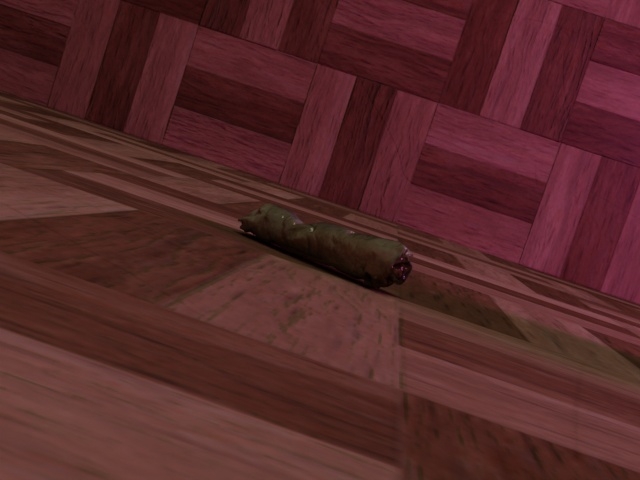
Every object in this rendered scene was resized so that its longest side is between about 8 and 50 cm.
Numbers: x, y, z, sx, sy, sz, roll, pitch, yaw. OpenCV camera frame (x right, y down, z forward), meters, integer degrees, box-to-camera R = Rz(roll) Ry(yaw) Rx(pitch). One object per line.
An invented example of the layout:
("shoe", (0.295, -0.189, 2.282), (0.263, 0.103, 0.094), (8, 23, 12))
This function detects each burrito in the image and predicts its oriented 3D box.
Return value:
("burrito", (0.000, 0.000, 0.768), (0.185, 0.041, 0.045), (19, 13, 38))
